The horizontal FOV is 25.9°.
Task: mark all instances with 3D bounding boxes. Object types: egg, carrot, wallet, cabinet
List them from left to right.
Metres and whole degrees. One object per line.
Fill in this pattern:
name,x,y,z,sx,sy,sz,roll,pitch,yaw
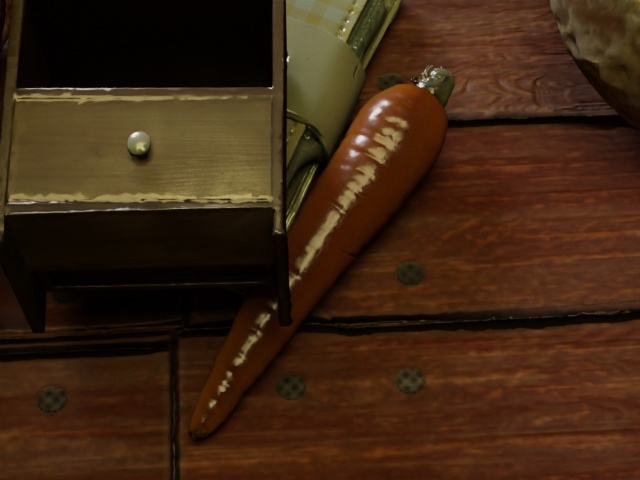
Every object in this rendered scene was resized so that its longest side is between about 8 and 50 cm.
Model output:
cabinet,-0.106,-0.067,0.895,0.174,0.148,0.215,-1,65,-1
wallet,-0.082,-0.130,1.057,0.223,0.077,0.309,18,63,13
carrot,0.000,0.000,0.992,0.069,0.069,0.336,32,72,15
egg,0.267,-0.173,1.002,0.195,0.195,0.233,-44,98,-20

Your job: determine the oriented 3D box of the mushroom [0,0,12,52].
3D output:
mushroom,-0.297,-0.149,0.950,0.259,0.345,0.345,-1,57,-38
